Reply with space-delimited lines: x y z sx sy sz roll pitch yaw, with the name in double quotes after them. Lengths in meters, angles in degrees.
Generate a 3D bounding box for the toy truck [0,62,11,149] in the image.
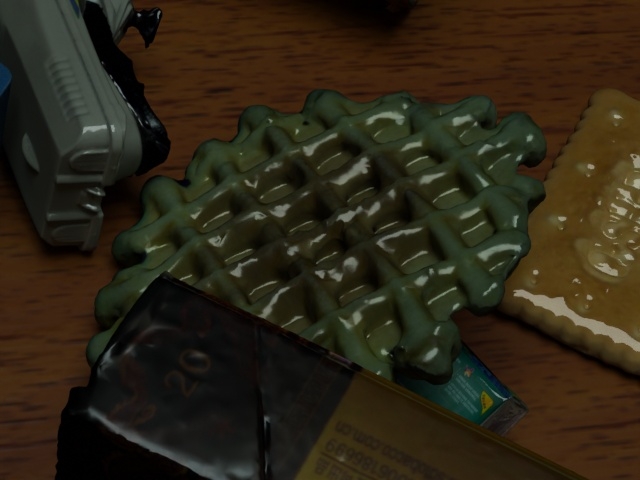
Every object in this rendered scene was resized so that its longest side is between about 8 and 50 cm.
-0.373 -0.133 1.270 0.175 0.146 0.367 -30 65 -37 "toy truck"

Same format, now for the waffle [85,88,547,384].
0.000 0.000 1.218 0.309 0.056 0.292 -1 43 27 "waffle"

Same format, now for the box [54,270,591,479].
0.048 0.211 0.997 0.415 0.264 0.116 26 53 8 "box"

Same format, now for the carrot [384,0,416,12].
-0.032 -0.348 1.448 0.341 0.224 0.224 27 52 6 "carrot"

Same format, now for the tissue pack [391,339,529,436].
0.074 0.102 1.208 0.085 0.079 0.111 -44 63 3 "tissue pack"

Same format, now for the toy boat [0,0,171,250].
-0.178 -0.129 1.307 0.141 0.141 0.269 -1 51 -11 "toy boat"

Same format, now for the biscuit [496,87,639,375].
0.237 -0.010 1.349 0.160 0.030 0.249 26 52 11 "biscuit"
